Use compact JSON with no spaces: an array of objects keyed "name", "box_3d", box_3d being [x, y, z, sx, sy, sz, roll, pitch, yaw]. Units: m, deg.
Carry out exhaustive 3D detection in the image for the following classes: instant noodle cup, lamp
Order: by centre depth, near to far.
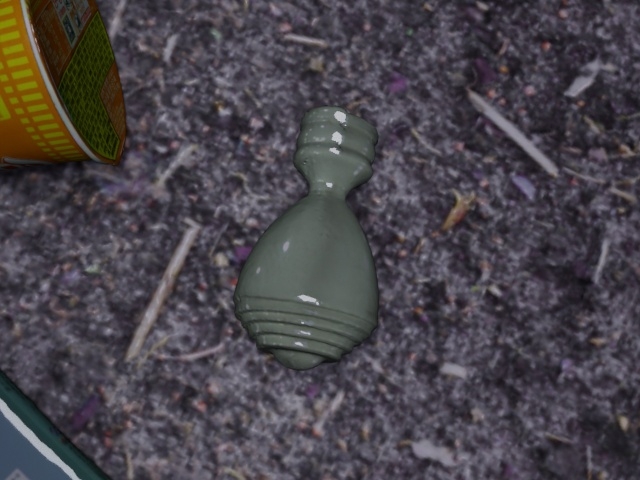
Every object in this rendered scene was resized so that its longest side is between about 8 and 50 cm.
[{"name":"instant noodle cup","box_3d":[-0.251,-0.111,0.469,0.185,0.168,0.168,-12,87,2]},{"name":"lamp","box_3d":[0.000,0.000,0.506,0.106,0.106,0.193,13,76,-4]}]

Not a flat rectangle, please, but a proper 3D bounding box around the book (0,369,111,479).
[{"name":"book","box_3d":[-0.372,0.148,0.495,0.264,0.031,0.379,-44,90,-6]}]
